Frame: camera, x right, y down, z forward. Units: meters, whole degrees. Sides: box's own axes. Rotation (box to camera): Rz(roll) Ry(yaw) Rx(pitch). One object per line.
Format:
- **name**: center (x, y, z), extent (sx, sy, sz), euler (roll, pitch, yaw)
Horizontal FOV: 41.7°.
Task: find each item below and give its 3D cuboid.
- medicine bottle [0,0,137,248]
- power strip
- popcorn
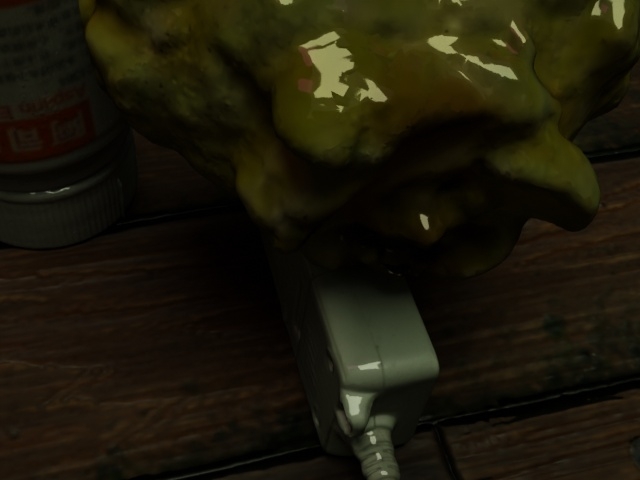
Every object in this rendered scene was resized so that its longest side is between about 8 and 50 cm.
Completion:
- **medicine bottle**: center (-0.187, -0.119, 0.522), extent (0.144, 0.252, 0.144), euler (2, 53, -3)
- **power strip**: center (0.000, 0.000, 0.541), extent (0.058, 0.098, 0.338), euler (-6, 51, -15)
- **popcorn**: center (0.022, -0.103, 0.431), extent (0.286, 0.215, 0.252), euler (5, 44, -7)
